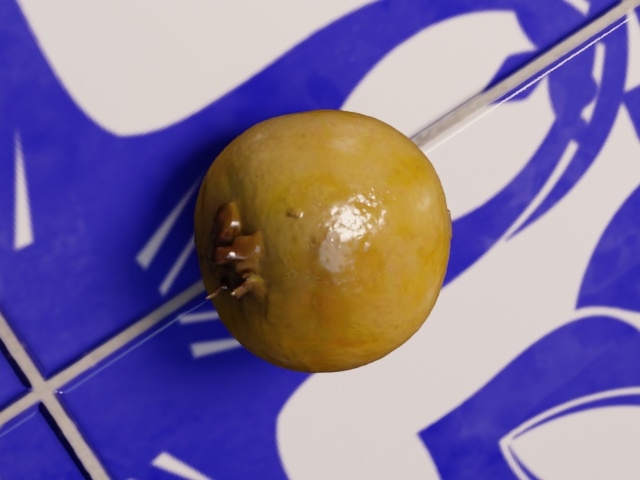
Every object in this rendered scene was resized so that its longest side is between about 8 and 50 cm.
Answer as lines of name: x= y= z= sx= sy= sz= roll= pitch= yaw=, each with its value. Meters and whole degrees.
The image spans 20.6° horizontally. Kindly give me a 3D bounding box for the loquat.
loquat: x=0.000 y=0.000 z=0.986 sx=0.163 sy=0.137 sz=0.163 roll=-22 pitch=137 yaw=-22
